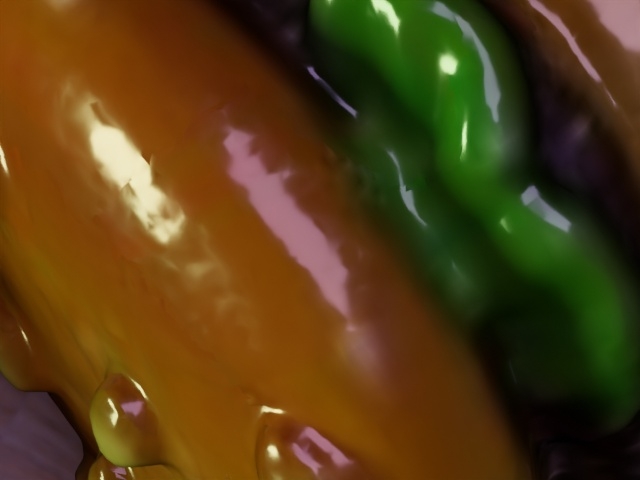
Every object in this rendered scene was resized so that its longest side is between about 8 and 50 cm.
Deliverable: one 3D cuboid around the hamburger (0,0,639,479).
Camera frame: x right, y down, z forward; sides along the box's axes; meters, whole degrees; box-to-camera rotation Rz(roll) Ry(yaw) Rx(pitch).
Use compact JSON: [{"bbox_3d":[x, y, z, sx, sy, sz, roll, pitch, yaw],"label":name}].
[{"bbox_3d":[0.000,0.000,0.648,0.277,0.396,0.395,-35,87,-19],"label":"hamburger"}]
